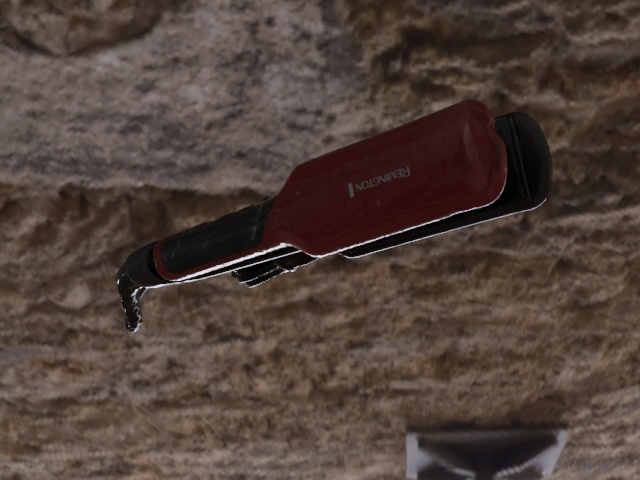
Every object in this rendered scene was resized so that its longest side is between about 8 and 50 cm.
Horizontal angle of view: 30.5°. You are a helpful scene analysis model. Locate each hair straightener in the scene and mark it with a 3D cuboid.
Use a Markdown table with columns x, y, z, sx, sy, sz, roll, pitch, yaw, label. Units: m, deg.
| x | y | z | sx | sy | sz | roll | pitch | yaw | label |
| --- | --- | --- | --- | --- | --- | --- | --- | --- | --- |
| 0.000 | 0.000 | 0.513 | 0.230 | 0.089 | 0.047 | -24 | -105 | 35 | hair straightener |
